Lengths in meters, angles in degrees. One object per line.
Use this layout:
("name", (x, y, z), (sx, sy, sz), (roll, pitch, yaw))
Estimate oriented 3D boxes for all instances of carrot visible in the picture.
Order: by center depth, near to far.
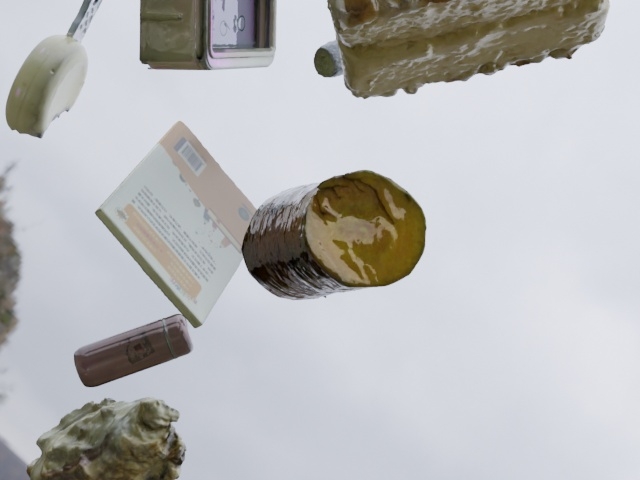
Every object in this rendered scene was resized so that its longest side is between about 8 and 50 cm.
("carrot", (0.000, 0.000, 1.052), (0.114, 0.114, 0.302), (44, -13, -8))

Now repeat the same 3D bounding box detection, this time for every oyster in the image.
("oyster", (-0.310, 0.327, 1.531), (0.201, 0.107, 0.354), (41, -64, 17))

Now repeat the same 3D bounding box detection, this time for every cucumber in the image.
("cucumber", (0.035, -0.301, 1.874), (0.064, 0.112, 0.064), (13, -62, 26))

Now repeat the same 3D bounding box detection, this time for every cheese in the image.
("cheese", (-0.417, -0.290, 1.812), (0.071, 0.249, 0.163), (27, 18, 5))

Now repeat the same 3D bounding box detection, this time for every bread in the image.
("bread", (0.166, -0.419, 1.442), (0.279, 0.371, 0.390), (50, 29, -78))

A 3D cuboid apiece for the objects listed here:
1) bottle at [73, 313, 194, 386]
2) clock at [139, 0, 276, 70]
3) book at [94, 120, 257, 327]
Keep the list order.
("bottle", (-0.224, 0.133, 1.373), (0.053, 0.140, 0.053), (161, -90, -87))
("clock", (-0.100, -0.252, 1.034), (0.071, 0.147, 0.192), (6, -79, 22))
("book", (-0.187, -0.032, 1.607), (0.020, 0.295, 0.208), (-31, -74, 29))
